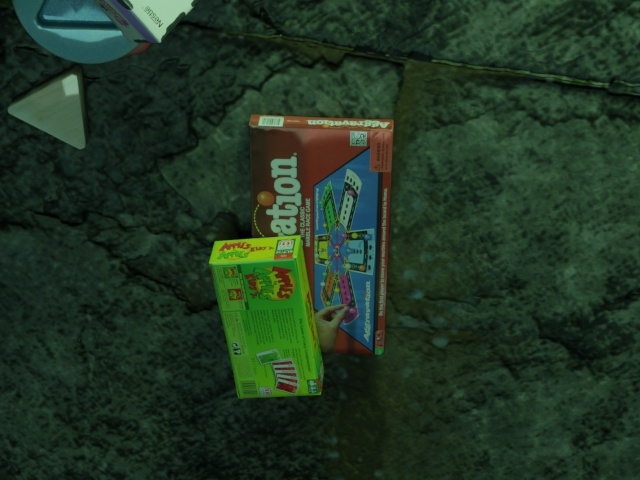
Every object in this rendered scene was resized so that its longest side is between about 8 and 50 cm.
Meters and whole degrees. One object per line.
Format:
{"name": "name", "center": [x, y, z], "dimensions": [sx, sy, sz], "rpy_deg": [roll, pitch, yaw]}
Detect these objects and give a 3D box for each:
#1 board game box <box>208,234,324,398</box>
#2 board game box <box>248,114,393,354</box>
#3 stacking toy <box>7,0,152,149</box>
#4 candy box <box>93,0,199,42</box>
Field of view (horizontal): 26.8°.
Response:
{"name": "board game box", "center": [-0.055, 0.083, 1.421], "dimensions": [0.092, 0.043, 0.181], "rpy_deg": [-4, 123, 8]}
{"name": "board game box", "center": [0.000, 0.000, 1.405], "dimensions": [0.145, 0.027, 0.281], "rpy_deg": [3, 123, 4]}
{"name": "stacking toy", "center": [-0.308, -0.204, 1.231], "dimensions": [0.309, 0.130, 0.279], "rpy_deg": [19, 122, -8]}
{"name": "candy box", "center": [-0.138, -0.291, 1.129], "dimensions": [0.196, 0.070, 0.165], "rpy_deg": [-50, 119, -14]}
